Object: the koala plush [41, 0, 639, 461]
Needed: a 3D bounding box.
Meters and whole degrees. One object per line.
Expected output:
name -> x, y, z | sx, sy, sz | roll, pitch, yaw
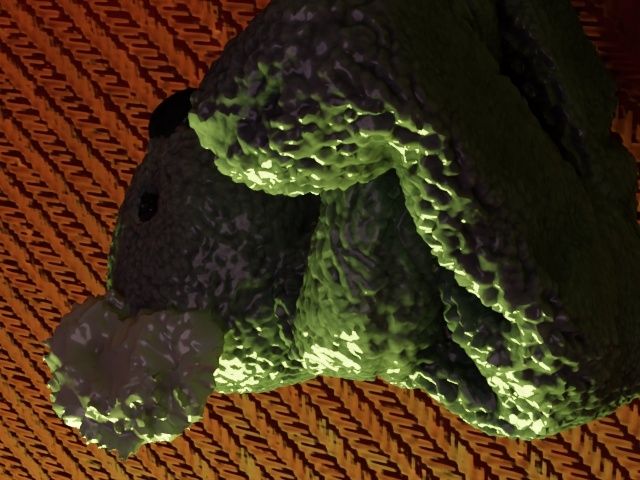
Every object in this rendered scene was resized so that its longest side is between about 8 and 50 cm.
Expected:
koala plush -> 0.000, 0.000, 0.470 | 0.221, 0.196, 0.203 | -22, 109, 32
